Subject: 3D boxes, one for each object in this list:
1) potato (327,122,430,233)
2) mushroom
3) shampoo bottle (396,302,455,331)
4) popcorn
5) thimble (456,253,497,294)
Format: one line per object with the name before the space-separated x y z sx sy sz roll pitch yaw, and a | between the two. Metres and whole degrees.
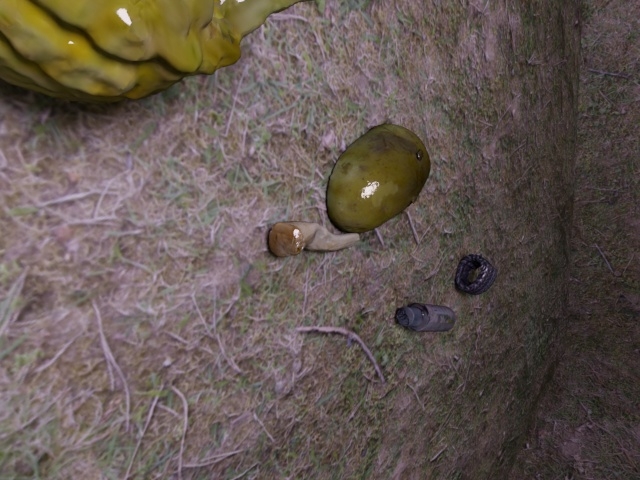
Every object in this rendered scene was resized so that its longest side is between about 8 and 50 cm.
potato | 0.129 -0.114 0.806 0.271 0.111 0.160 -40 129 -36
mushroom | -0.002 0.000 0.718 0.202 0.059 0.054 4 80 -53
shampoo bottle | 0.253 0.184 1.052 0.214 0.072 0.072 15 88 -50
popcorn | -0.174 -0.245 0.325 0.293 0.237 0.293 -18 115 -42
thimble | 0.421 0.093 1.210 0.066 0.095 0.104 24 117 -40
